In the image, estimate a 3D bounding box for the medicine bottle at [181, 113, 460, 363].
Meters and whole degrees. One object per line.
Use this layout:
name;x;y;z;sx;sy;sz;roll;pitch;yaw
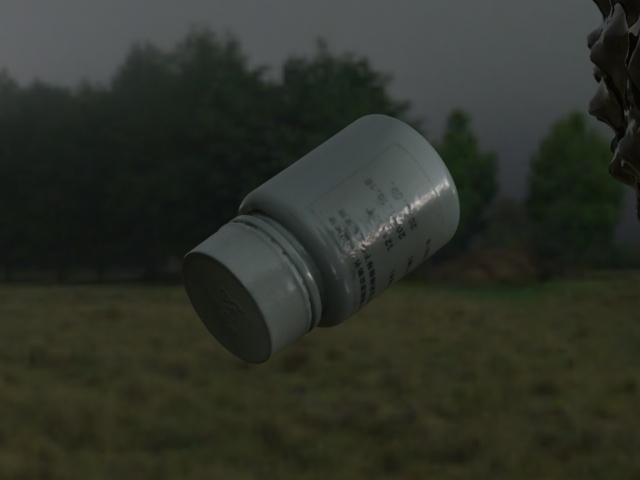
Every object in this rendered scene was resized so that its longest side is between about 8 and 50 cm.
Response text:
medicine bottle;0.000;0.000;0.821;0.130;0.080;0.080;-36;17;-27

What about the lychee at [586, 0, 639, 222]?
lychee;0.219;-0.055;0.510;0.300;0.300;0.300;-2;0;0
